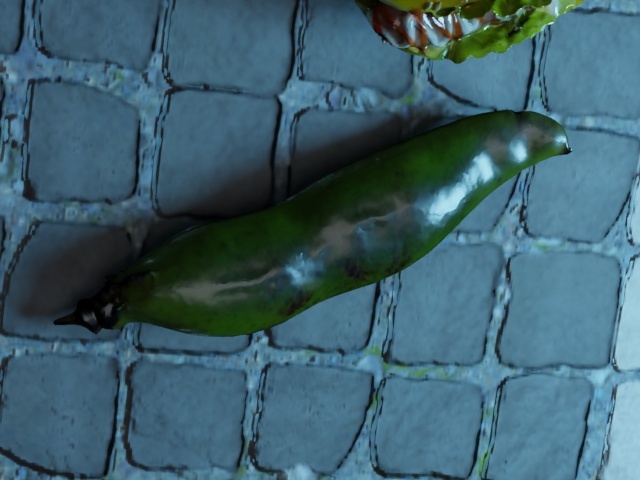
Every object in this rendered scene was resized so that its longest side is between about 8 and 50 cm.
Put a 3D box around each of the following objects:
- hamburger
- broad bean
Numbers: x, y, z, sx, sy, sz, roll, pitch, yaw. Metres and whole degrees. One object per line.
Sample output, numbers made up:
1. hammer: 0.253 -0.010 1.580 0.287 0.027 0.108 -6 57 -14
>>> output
1. hamburger: 0.100 -0.203 1.170 0.210 0.116 0.173 -21 105 -14
2. broad bean: 0.000 0.000 1.206 0.339 0.061 0.077 -22 96 -14
